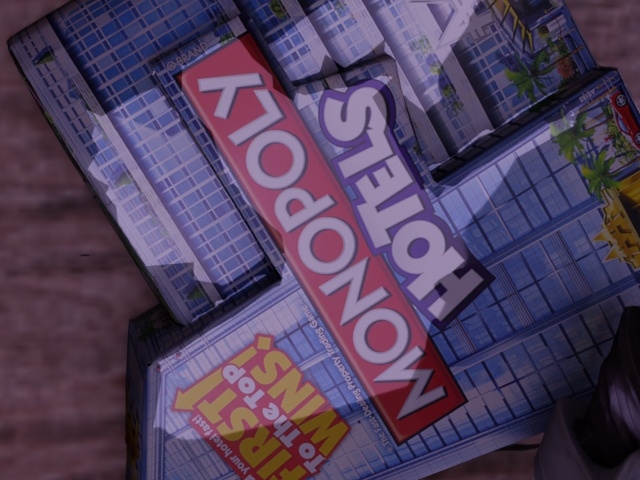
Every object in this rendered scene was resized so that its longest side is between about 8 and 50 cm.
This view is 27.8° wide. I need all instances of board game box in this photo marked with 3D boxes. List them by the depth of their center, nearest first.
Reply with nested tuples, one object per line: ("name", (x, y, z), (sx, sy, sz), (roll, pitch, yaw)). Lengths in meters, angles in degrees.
("board game box", (0.000, 0.000, 0.387), (0.194, 0.060, 0.194), (-33, 106, -5))

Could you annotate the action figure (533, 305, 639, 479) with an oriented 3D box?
("action figure", (0.062, 0.155, 0.390), (0.185, 0.099, 0.285), (16, 116, -18))
